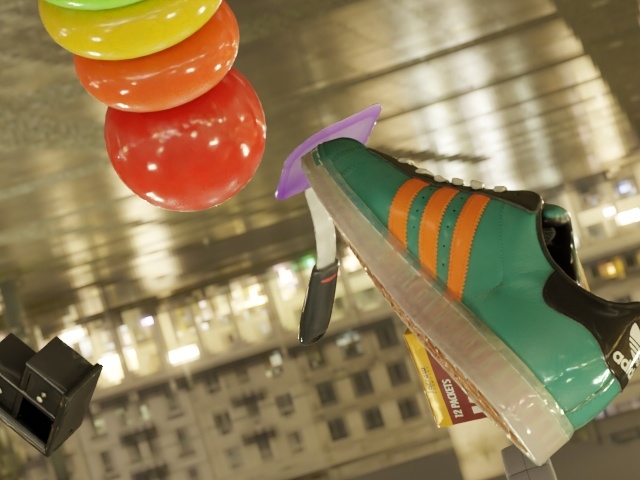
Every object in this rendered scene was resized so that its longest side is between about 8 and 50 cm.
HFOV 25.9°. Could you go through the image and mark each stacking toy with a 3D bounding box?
[{"bbox_3d":[-0.100,-0.150,0.691,0.141,0.330,0.141,-8,-136,8],"label":"stacking toy"}]

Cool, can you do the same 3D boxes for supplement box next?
[{"bbox_3d":[0.231,0.117,1.719,0.191,0.129,0.194,-16,-167,23],"label":"supplement box"}]

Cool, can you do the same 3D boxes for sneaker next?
[{"bbox_3d":[0.099,0.010,0.905,0.121,0.302,0.108,-38,138,-3],"label":"sneaker"}]

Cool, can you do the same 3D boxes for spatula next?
[{"bbox_3d":[0.000,0.000,1.124,0.084,0.030,0.296,-27,146,-23],"label":"spatula"}]

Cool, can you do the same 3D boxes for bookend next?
[{"bbox_3d":[-0.378,0.179,1.815,0.072,0.156,0.157,-46,170,-41],"label":"bookend"}]

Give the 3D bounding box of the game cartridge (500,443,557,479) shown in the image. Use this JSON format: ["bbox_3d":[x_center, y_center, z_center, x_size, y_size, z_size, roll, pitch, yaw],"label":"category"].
[{"bbox_3d":[0.253,0.353,1.416,0.062,0.198,0.297,-16,-144,4],"label":"game cartridge"}]
